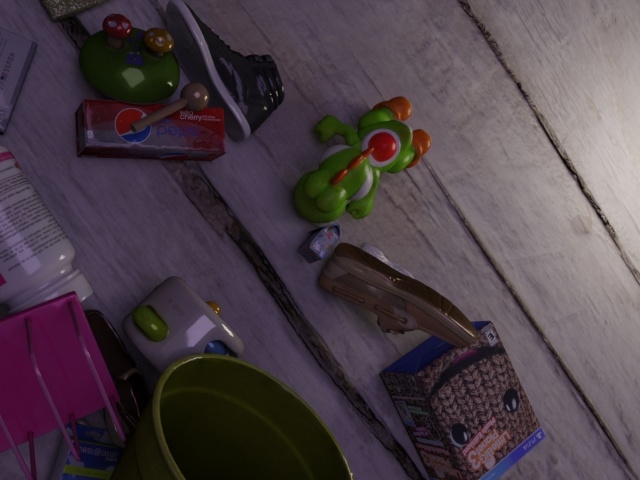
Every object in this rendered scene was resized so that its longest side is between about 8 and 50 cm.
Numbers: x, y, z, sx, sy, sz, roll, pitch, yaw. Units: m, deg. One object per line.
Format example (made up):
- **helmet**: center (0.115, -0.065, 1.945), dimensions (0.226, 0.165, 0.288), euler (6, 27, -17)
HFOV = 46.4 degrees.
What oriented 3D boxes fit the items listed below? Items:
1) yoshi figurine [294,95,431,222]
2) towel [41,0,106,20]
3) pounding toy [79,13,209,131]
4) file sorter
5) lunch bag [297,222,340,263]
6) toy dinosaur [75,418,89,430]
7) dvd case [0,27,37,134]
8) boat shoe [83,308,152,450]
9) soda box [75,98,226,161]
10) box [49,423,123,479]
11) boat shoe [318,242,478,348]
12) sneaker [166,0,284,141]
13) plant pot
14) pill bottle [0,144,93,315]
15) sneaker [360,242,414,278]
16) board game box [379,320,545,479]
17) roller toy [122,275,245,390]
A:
- **yoshi figurine**: center (0.066, -0.153, 1.563), dimensions (0.362, 0.203, 0.203), euler (-40, 143, -40)
- **towel**: center (-0.456, -0.475, 1.382), dimensions (0.148, 0.027, 0.110), euler (-36, 101, -28)
- **pounding toy**: center (-0.316, -0.327, 1.333), dimensions (0.183, 0.110, 0.237), euler (-26, 68, -39)
- **file sorter**: center (-0.455, 0.243, 1.087), dimensions (0.291, 0.182, 0.202), euler (-22, 112, -16)
- **lunch bag**: center (0.000, 0.000, 1.533), dimensions (0.053, 0.071, 0.083), euler (45, 67, -11)
- **toy dinosaur**: center (-0.517, 0.273, 1.227), dimensions (0.268, 0.064, 0.118), euler (-1, 101, -31)
- **dvd case**: center (-0.628, -0.304, 1.266), dimensions (0.239, 0.029, 0.179), euler (21, 74, -25)
- **boat shoe**: center (-0.342, 0.230, 1.286), dimensions (0.095, 0.095, 0.257), euler (-25, 89, -53)
- **soda box**: center (-0.313, -0.202, 1.387), dimensions (0.263, 0.083, 0.092), euler (-1, 83, -29)
- **box**: center (-0.401, 0.408, 1.262), dimensions (0.109, 0.042, 0.178), euler (26, 73, -41)
- **boat shoe**: center (0.160, 0.133, 1.535), dimensions (0.341, 0.121, 0.110), euler (32, 105, 6)
- **sneaker**: center (-0.181, -0.356, 1.473), dimensions (0.147, 0.104, 0.295), euler (-39, 107, -28)
- **plant pot**: center (-0.193, 0.430, 1.169), dimensions (0.366, 0.366, 0.353), euler (33, 111, -20)
- **pill bottle**: center (-0.504, 0.003, 1.214), dimensions (0.160, 0.160, 0.283), euler (-36, 100, -27)
- **sneaker**: center (0.138, 0.068, 1.612), dimensions (0.152, 0.054, 0.061), euler (34, 78, -13)
- **board game box**: center (0.306, 0.354, 1.606), dimensions (0.232, 0.141, 0.291), euler (-30, 97, -28)
- **roller toy**: center (-0.233, 0.163, 1.308), dimensions (0.146, 0.209, 0.191), euler (-44, 98, -10)
